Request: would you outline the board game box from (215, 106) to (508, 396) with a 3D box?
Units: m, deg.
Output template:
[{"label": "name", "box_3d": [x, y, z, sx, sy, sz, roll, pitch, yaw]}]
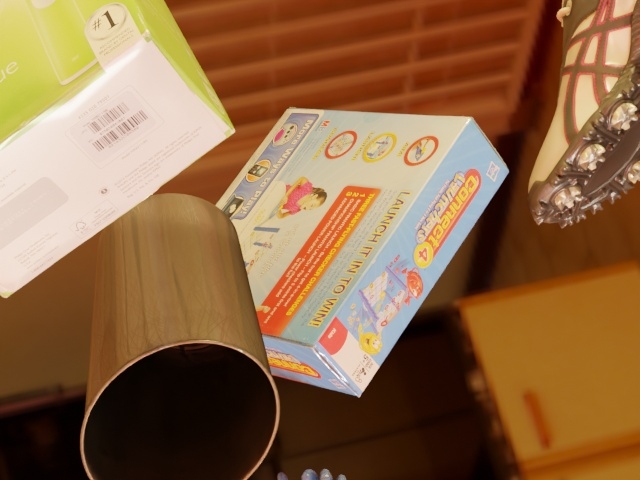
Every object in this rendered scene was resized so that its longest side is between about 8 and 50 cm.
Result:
[{"label": "board game box", "box_3d": [0.000, 0.000, 1.731, 0.302, 0.308, 0.086, 9, 147, 49]}]

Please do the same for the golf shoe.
[{"label": "golf shoe", "box_3d": [0.238, -0.139, 1.305, 0.120, 0.105, 0.273, 44, 112, 39]}]

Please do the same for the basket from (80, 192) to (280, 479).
[{"label": "basket", "box_3d": [-0.124, 0.080, 1.369, 0.227, 0.154, 0.204, -100, 26, -49]}]

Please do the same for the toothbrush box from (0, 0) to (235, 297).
[{"label": "toothbrush box", "box_3d": [-0.215, -0.134, 1.172, 0.122, 0.206, 0.283, 49, -171, -45]}]

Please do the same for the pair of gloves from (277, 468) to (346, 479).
[{"label": "pair of gloves", "box_3d": [0.052, 0.271, 1.674, 0.159, 0.198, 0.023, 97, -174, -68]}]
